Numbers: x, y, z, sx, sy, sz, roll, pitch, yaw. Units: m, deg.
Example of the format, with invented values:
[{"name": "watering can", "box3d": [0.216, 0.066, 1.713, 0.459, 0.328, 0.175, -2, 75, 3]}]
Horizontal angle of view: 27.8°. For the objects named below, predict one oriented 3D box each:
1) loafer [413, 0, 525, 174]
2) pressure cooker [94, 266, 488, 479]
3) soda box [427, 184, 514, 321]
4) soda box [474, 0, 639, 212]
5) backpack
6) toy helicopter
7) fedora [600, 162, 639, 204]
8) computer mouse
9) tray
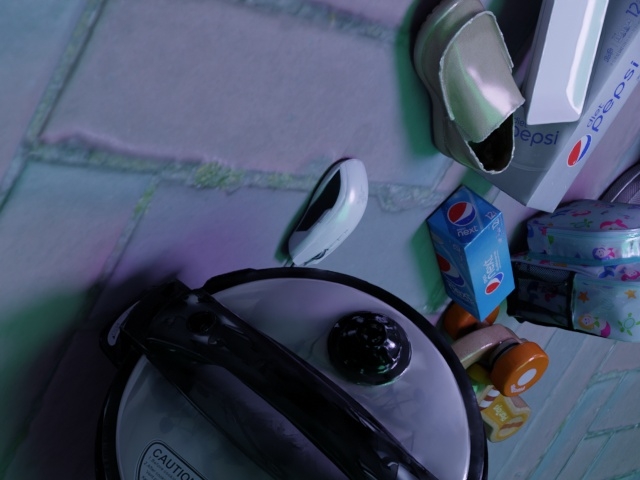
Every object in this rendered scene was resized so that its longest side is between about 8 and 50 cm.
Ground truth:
[{"name": "loafer", "box3d": [0.172, -0.167, 1.402, 0.102, 0.092, 0.268, -44, 150, -13]}, {"name": "pressure cooker", "box3d": [-0.034, 0.227, 1.240, 0.370, 0.375, 0.420, 1, 149, -5]}, {"name": "soda box", "box3d": [0.198, 0.020, 1.676, 0.071, 0.067, 0.210, -44, 150, -13]}, {"name": "soda box", "box3d": [0.313, -0.178, 1.590, 0.098, 0.091, 0.286, 8, 117, -59]}, {"name": "backpack", "box3d": [0.414, 0.046, 1.827, 0.225, 0.254, 0.191, -18, 117, -43]}, {"name": "toy helicopter", "box3d": [0.227, 0.237, 1.891, 0.235, 0.140, 0.355, -41, 148, 1]}, {"name": "fedora", "box3d": [0.510, 0.012, 2.038, 0.244, 0.124, 0.275, 7, 115, -53]}, {"name": "computer mouse", "box3d": [0.000, 0.000, 1.400, 0.106, 0.042, 0.193, 8, 117, -56]}, {"name": "tray", "box3d": [0.282, -0.265, 1.450, 0.145, 0.030, 0.270, -9, 115, -54]}]
